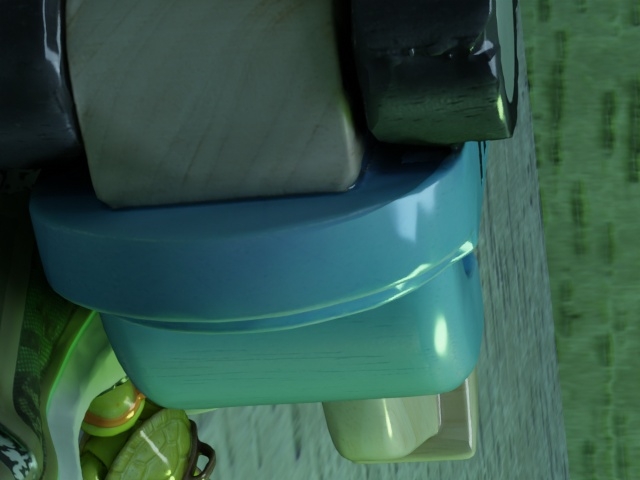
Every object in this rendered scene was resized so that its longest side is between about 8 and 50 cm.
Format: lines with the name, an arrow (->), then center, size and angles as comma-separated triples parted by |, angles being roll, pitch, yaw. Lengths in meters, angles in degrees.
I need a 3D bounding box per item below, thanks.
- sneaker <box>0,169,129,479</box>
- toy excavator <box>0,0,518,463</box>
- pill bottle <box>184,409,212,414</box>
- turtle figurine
sneaker -> -0.185, 0.030, 0.868 | 0.410, 0.158, 0.182 | -72, 145, -66
toy excavator -> 0.000, 0.000, 0.960 | 0.433, 0.222, 0.445 | -75, 160, -62
pill bottle -> -0.094, 0.008, 1.187 | 0.108, 0.108, 0.193 | -70, 153, -52
turtle figurine -> -0.097, 0.121, 1.100 | 0.269, 0.087, 0.217 | -57, 155, -28
